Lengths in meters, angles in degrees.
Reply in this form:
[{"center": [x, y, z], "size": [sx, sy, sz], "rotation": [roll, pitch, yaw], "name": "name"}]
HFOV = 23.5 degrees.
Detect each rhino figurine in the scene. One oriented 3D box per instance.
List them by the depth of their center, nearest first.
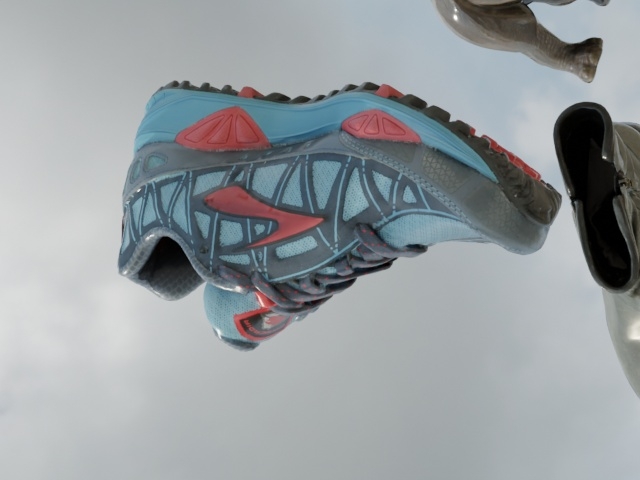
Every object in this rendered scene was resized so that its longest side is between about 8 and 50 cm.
[{"center": [0.110, -0.185, 0.768], "size": [0.106, 0.243, 0.073], "rotation": [12, -128, 5], "name": "rhino figurine"}]

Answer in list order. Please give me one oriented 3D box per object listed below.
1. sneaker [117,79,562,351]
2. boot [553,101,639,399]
[{"center": [0.000, 0.000, 0.737], "size": [0.104, 0.262, 0.125], "rotation": [30, -106, -41], "name": "sneaker"}, {"center": [0.217, 0.027, 1.078], "size": [0.161, 0.083, 0.246], "rotation": [-7, -101, -68], "name": "boot"}]
